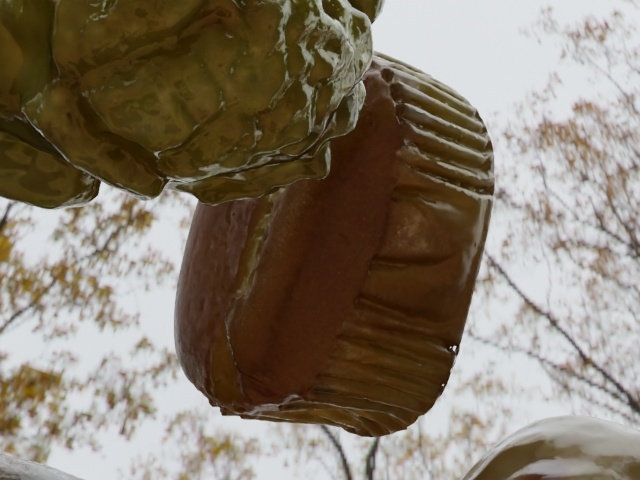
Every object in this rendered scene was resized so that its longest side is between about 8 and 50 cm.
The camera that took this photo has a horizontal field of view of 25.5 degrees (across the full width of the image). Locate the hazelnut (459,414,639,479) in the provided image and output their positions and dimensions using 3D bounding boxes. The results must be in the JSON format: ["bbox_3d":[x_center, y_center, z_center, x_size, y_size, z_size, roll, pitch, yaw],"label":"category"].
[{"bbox_3d":[0.181,0.250,0.986,0.241,0.261,0.261,13,-60,25],"label":"hazelnut"}]

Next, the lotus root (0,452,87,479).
[{"bbox_3d":[-0.214,0.241,1.048,0.260,0.128,0.145,22,-86,8],"label":"lotus root"}]

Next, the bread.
[{"bbox_3d":[0.000,0.000,1.040,0.156,0.204,0.288,13,-81,-44],"label":"bread"}]

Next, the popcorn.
[{"bbox_3d":[-0.081,-0.109,0.756,0.254,0.256,0.195,-6,-72,-10],"label":"popcorn"}]
